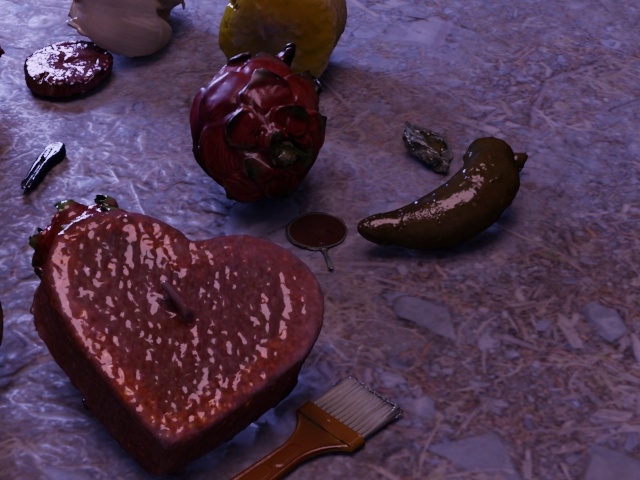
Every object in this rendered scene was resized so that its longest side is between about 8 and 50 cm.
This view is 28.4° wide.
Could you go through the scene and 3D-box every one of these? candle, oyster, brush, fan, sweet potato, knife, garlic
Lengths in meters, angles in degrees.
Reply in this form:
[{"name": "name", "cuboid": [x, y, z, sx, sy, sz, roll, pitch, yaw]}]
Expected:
[{"name": "candle", "cuboid": [-0.161, 0.106, 1.378, 0.317, 0.131, 0.287, 14, 55, -9]}, {"name": "oyster", "cuboid": [0.158, -0.137, 1.850, 0.098, 0.037, 0.100, 32, 24, 11]}, {"name": "brush", "cuboid": [-0.048, 0.241, 1.355, 0.314, 0.017, 0.090, -31, 43, -33]}, {"name": "fan", "cuboid": [0.000, 0.000, 1.682, 0.085, 0.005, 0.133, -8, 36, -11]}, {"name": "sweet potato", "cuboid": [0.196, -0.062, 1.690, 0.310, 0.098, 0.124, -34, 27, -34]}, {"name": "knife", "cuboid": [-0.400, -0.105, 1.821, 0.031, 0.018, 0.121, 6, 39, 12]}, {"name": "garlic", "cuboid": [-0.312, -0.435, 2.126, 0.203, 0.185, 0.281, 18, 23, -24]}]

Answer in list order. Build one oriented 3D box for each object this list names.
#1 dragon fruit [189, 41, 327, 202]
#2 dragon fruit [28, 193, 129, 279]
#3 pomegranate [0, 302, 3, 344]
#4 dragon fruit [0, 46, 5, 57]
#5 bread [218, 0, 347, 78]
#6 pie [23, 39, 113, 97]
[{"name": "dragon fruit", "cuboid": [-0.088, -0.160, 1.750, 0.193, 0.192, 0.274, -15, 27, -5]}, {"name": "dragon fruit", "cuboid": [-0.250, 0.038, 1.542, 0.236, 0.135, 0.137, 39, 48, 15]}, {"name": "pomegranate", "cuboid": [-0.453, 0.090, 1.428, 0.191, 0.191, 0.191, -1, 37, 0]}, {"name": "dragon fruit", "cuboid": [-0.608, -0.308, 1.933, 0.227, 0.224, 0.224, -27, 44, -22]}, {"name": "bread", "cuboid": [-0.056, -0.343, 2.010, 0.197, 0.197, 0.170, 10, 26, 14]}, {"name": "pie", "cuboid": [-0.407, -0.276, 2.033, 0.154, 0.036, 0.154, -1, 37, 0]}]
